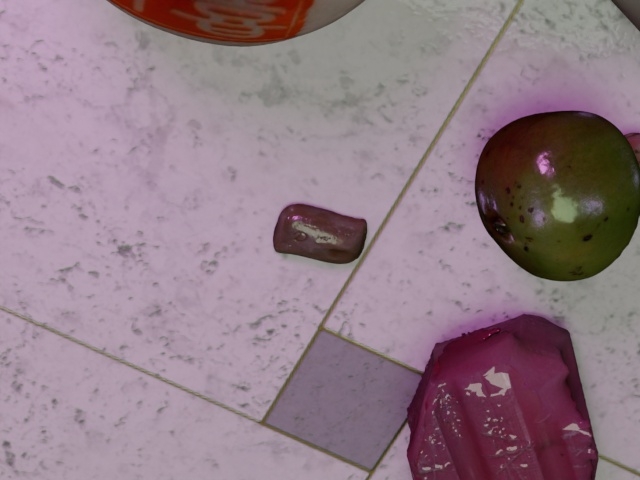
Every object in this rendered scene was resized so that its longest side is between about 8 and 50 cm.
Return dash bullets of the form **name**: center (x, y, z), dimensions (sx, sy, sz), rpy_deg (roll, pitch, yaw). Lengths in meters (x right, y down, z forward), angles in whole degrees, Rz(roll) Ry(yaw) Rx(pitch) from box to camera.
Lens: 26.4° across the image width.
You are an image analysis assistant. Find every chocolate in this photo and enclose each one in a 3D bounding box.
- **chocolate**: center (0.000, 0.000, 1.484), dimensions (0.100, 0.031, 0.065), rpy_deg (14, 121, -8)

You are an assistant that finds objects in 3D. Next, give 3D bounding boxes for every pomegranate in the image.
- **pomegranate**: center (0.262, -0.058, 1.387), dimensions (0.209, 0.180, 0.180), rpy_deg (-22, 118, -21)

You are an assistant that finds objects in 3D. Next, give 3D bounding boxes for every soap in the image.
- **soap**: center (0.205, 0.244, 1.551), dimensions (0.220, 0.127, 0.325), rpy_deg (-15, 115, 7)

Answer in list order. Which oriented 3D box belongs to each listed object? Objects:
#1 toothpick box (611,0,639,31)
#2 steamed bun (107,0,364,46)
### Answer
- **toothpick box**: center (0.361, -0.227, 1.321), dimensions (0.180, 0.111, 0.111), rpy_deg (41, 110, -17)
- **steamed bun**: center (-0.082, -0.316, 1.160), dimensions (0.374, 0.241, 0.374), rpy_deg (4, 143, 3)
